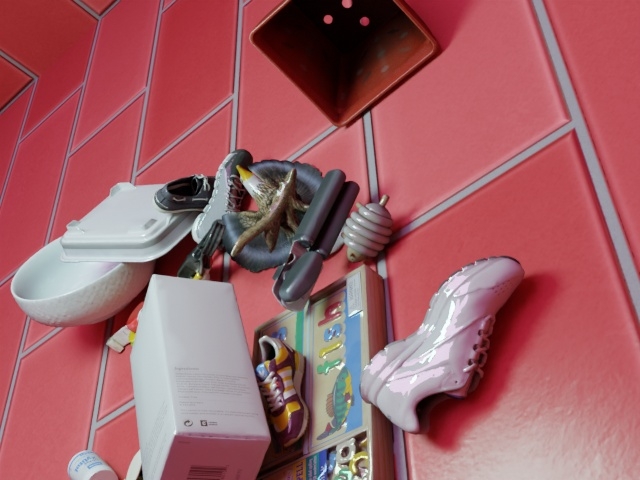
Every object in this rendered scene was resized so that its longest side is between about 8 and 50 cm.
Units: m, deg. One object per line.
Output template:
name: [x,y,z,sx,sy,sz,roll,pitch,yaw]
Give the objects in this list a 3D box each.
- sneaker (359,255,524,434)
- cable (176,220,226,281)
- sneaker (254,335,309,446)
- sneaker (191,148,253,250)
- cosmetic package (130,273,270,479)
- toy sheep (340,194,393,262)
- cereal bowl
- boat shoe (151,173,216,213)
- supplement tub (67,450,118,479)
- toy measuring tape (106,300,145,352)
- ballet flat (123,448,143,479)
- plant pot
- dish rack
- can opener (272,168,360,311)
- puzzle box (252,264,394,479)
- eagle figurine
sneaker: [0.192,0.150,1.354,0.297,0.111,0.129,-50,53,7]
cable: [-0.221,0.030,1.919,0.287,0.072,0.139,-44,16,53]
sneaker: [-0.070,0.235,1.499,0.069,0.084,0.185,-37,36,25]
sneaker: [-0.179,-0.078,2.037,0.132,0.086,0.228,25,91,52]
cosmetic package: [-0.206,0.244,1.539,0.365,0.155,0.197,-108,32,-50]
toy sheep: [0.082,-0.021,1.641,0.091,0.091,0.132,42,113,57]
cereal bowl: [-0.523,0.090,2.193,0.339,0.141,0.339,-18,27,9]
boat shoe: [-0.265,-0.108,2.073,0.075,0.206,0.065,60,139,17]
supplement tub: [-0.445,0.460,1.871,0.107,0.071,0.071,15,72,55]
toy measuring tape: [-0.373,0.203,1.988,0.330,0.121,0.121,-31,38,44]
ballet flat: [-0.253,0.365,1.685,0.316,0.106,0.107,-53,33,0]
plant pot: [0.051,-0.444,1.932,0.267,0.267,0.236,-37,24,25]
dish rack: [-0.417,-0.056,2.160,0.333,0.072,0.285,0,33,34]
can opener: [0.000,0.000,1.652,0.093,0.074,0.280,-13,45,48]
puzzle box: [-0.009,0.258,1.528,0.272,0.052,0.409,-33,38,30]
eagle figurine: [-0.086,-0.062,1.840,0.226,0.225,0.298,-12,-1,-7]
